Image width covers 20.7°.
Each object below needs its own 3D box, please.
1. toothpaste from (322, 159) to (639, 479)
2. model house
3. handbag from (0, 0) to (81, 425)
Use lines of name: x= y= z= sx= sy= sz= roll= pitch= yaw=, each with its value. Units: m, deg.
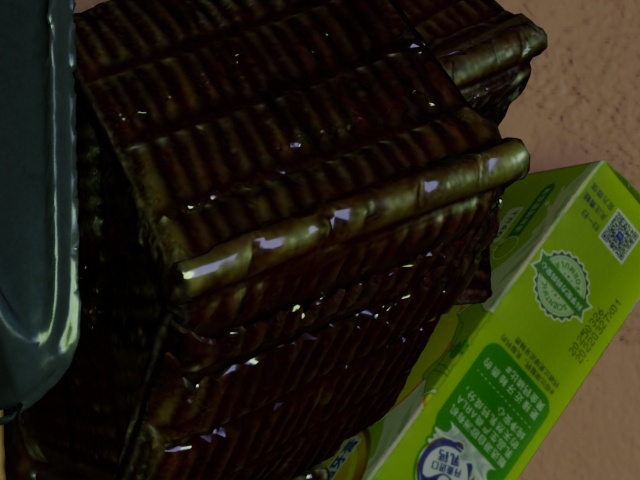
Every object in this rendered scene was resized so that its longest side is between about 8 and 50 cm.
toothpaste: x=0.068 y=0.091 z=0.976 sx=0.077 sy=0.110 sz=0.327 roll=48 pitch=63 yaw=-20
model house: x=0.000 y=0.000 z=0.845 sx=0.317 sy=0.282 sz=0.297 roll=-20 pitch=95 yaw=-31
handbag: x=-0.192 y=-0.081 z=0.728 sx=0.122 sy=0.303 sz=0.329 roll=13 pitch=77 yaw=-30
